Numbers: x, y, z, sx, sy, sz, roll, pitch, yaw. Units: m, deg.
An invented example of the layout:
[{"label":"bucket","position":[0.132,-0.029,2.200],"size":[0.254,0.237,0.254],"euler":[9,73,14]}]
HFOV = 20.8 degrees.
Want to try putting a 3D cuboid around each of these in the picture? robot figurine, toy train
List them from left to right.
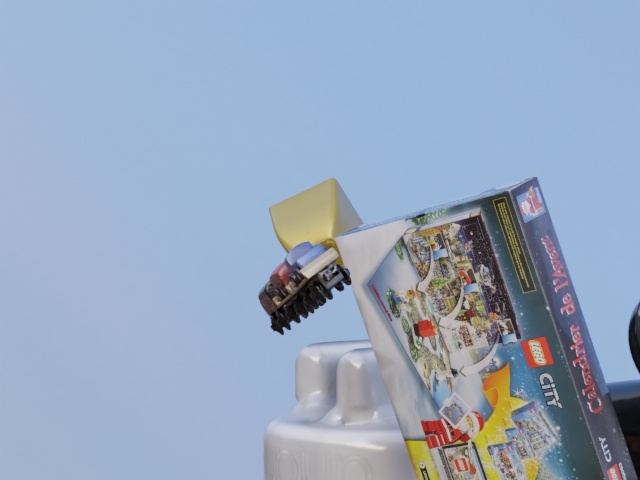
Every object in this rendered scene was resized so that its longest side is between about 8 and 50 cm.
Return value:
[{"label":"toy train","position":[-0.013,0.027,1.027],"size":[0.036,0.027,0.158],"euler":[54,-16,2]},{"label":"robot figurine","position":[0.051,0.264,1.502],"size":[0.200,0.353,0.300],"euler":[-2,1,-26]}]

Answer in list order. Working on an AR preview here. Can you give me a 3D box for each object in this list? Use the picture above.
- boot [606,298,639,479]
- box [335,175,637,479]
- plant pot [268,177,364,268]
[{"label":"boot","position":[0.257,0.124,1.291],"size":[0.246,0.094,0.207],"euler":[37,-27,-26]},{"label":"box","position":[0.119,0.085,1.271],"size":[0.159,0.044,0.233],"euler":[-15,-84,37]},{"label":"plant pot","position":[0.000,0.000,1.830],"size":[0.081,0.081,0.083],"euler":[57,14,-30]}]
